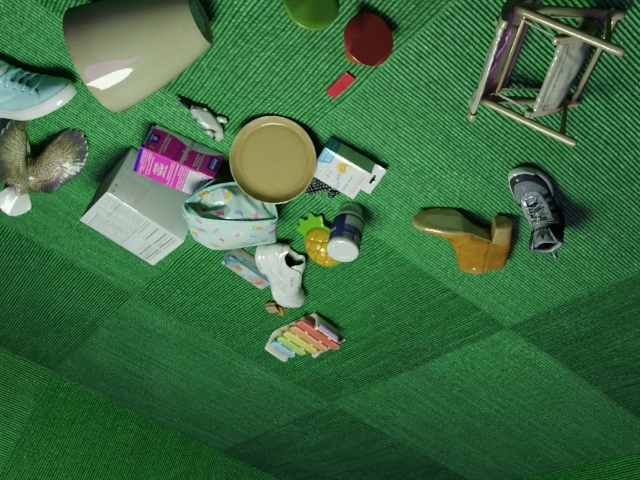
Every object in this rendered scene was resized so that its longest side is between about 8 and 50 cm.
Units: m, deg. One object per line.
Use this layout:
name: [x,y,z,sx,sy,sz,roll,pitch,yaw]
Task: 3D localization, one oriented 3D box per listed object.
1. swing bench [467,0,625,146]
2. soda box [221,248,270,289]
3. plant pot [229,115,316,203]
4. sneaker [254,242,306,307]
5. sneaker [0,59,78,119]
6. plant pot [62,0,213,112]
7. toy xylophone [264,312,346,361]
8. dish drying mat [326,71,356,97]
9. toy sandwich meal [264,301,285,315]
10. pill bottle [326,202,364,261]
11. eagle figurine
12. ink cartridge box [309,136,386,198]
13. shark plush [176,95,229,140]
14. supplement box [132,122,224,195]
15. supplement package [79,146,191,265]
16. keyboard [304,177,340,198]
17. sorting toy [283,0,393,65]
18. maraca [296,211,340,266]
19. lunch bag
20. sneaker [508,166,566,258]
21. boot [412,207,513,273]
swing bench: [0.474,-0.373,1.386,0.255,0.165,0.253,16,141,6]
soda box: [-0.246,0.091,2.198,0.183,0.062,0.058,36,134,-24]
plant pot: [-0.127,-0.218,1.748,0.237,0.032,0.236,1,99,6]
sneaker: [-0.103,0.123,2.153,0.152,0.114,0.305,-6,136,24]
sneaker: [-0.839,-0.418,1.735,0.366,0.135,0.150,-1,140,16]
plant pot: [-0.400,-0.465,1.494,0.274,0.256,0.256,-18,132,12]
toy xylophone: [-0.045,0.381,2.458,0.236,0.081,0.323,32,137,-21]
dish drying mat: [0.051,-0.387,1.607,0.032,0.008,0.083,33,135,-22]
toy sandwich meal: [-0.170,0.257,2.391,0.086,0.029,0.085,8,139,7]
pill bottle: [0.078,-0.029,1.884,0.094,0.169,0.094,8,138,7]
eagle figurine: [-0.865,-0.234,1.917,0.298,0.226,0.225,-23,107,42]
ink cartridge box: [0.075,-0.188,1.762,0.181,0.061,0.104,29,131,-6]
shark plush: [-0.329,-0.327,1.755,0.161,0.073,0.067,28,168,-22]
supplement box: [-0.405,-0.223,1.847,0.220,0.111,0.114,24,138,-12]
supplement package: [-0.539,-0.099,1.960,0.263,0.199,0.198,36,136,-24]
keyboard: [0.031,-0.164,1.858,0.180,0.023,0.108,-10,134,27]
sorting toy: [-0.015,-0.501,1.451,0.366,0.127,0.126,30,167,-14]
maraca: [0.000,0.000,2.002,0.127,0.099,0.185,-27,99,31]
lunch bag: [-0.260,-0.073,1.864,0.263,0.160,0.223,-5,161,-6]
sneaker: [0.579,-0.067,1.706,0.101,0.153,0.268,-20,129,33]
boot: [0.411,0.014,1.888,0.295,0.104,0.211,4,139,6]
